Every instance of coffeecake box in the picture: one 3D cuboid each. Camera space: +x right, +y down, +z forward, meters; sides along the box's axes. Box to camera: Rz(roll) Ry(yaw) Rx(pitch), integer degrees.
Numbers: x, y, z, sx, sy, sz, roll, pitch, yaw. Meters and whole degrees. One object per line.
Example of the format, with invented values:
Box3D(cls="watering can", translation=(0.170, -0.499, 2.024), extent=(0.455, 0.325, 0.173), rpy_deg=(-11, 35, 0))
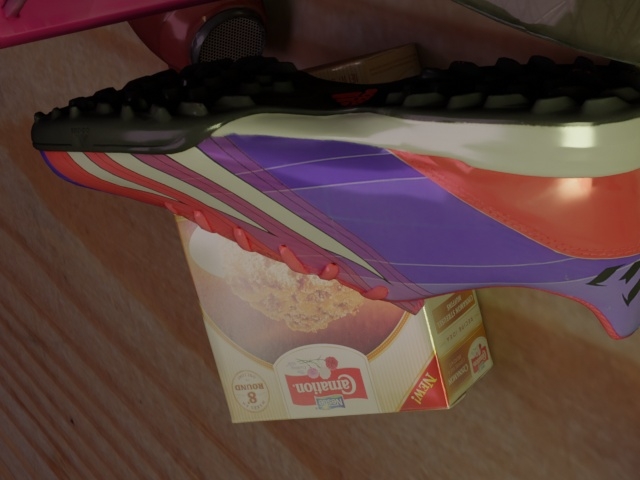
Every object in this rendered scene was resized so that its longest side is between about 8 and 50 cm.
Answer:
Box3D(cls="coffeecake box", translation=(0.000, 0.000, 0.696), extent=(0.142, 0.068, 0.185), rpy_deg=(-9, 101, 32))

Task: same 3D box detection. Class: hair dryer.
Box3D(cls="hair dryer", translation=(-0.095, -0.107, 0.839), extent=(0.223, 0.080, 0.293), rpy_deg=(-20, 89, 62))

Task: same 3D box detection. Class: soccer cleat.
Box3D(cls="soccer cleat", translation=(0.002, -0.021, 0.589), extent=(0.318, 0.108, 0.116), rpy_deg=(3, 113, 25))

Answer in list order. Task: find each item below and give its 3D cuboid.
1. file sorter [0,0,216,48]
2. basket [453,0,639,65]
Box3D(cls="file sorter", translation=(-0.095, -0.277, 0.612), extent=(0.182, 0.202, 0.291), rpy_deg=(-25, 85, 58))
Box3D(cls="basket", translation=(0.103, -0.194, 0.377), extent=(0.204, 0.154, 0.227), rpy_deg=(43, 138, 38))
